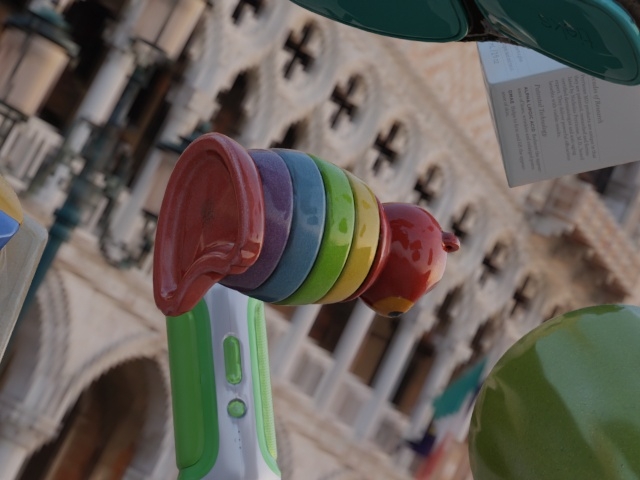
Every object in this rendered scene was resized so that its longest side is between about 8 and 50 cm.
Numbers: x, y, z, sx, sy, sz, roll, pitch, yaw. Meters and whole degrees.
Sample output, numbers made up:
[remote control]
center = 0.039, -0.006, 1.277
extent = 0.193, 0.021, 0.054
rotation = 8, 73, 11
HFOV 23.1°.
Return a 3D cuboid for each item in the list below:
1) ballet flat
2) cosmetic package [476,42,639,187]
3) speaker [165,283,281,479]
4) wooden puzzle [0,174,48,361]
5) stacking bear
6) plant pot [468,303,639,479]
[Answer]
[ballet flat]
center = 0.152, -0.249, 1.337
extent = 0.483, 0.182, 0.164
rotation = 21, -30, 45
[cosmetic package]
center = 0.297, -0.180, 1.907
extent = 0.183, 0.151, 0.151
rotation = -13, -57, 5
[speaker]
center = -0.116, 0.169, 1.829
extent = 0.131, 0.296, 0.131
rotation = -5, -12, -1
[wooden puzzle]
center = -0.359, -0.024, 1.193
extent = 0.322, 0.080, 0.348
rotation = 37, 25, -19
[stacking bear]
center = 0.000, 0.000, 1.552
extent = 0.289, 0.164, 0.175
rotation = 13, -30, -32
[plant pot]
center = 0.301, 0.235, 1.429
extent = 0.275, 0.275, 0.293
rotation = 29, 11, -15
